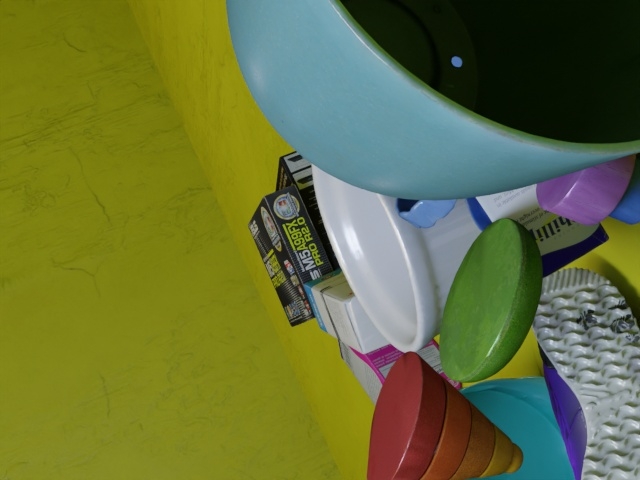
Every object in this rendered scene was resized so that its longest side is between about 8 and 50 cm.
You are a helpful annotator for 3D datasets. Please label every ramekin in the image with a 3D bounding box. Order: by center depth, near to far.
[{"bbox_3d":[0.108,-0.018,1.020,0.277,0.135,0.277,158,90,-77],"label":"ramekin"}]

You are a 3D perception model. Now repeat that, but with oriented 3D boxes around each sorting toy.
[{"bbox_3d":[0.160,0.080,0.660,0.127,0.126,0.365,-84,17,-53],"label":"sorting toy"}]

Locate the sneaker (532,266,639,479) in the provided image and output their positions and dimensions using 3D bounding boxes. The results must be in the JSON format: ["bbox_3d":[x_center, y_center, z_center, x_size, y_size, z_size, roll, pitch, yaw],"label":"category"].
[{"bbox_3d":[0.263,0.177,0.745,0.146,0.102,0.293,62,-162,-53],"label":"sneaker"}]

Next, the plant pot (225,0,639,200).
[{"bbox_3d":[0.075,-0.156,0.523,0.293,0.293,0.235,67,158,5],"label":"plant pot"}]

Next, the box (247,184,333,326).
[{"bbox_3d":[-0.048,0.036,1.509,0.216,0.060,0.270,66,166,4],"label":"box"}]

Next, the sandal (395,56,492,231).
[{"bbox_3d":[0.110,-0.138,0.822,0.126,0.138,0.317,-177,67,-77],"label":"sandal"}]

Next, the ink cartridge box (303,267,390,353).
[{"bbox_3d":[0.080,0.086,1.258,0.203,0.148,0.085,-162,52,-73],"label":"ink cartridge box"}]

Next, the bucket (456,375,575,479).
[{"bbox_3d":[0.189,0.277,0.908,0.183,0.281,0.281,97,149,-81],"label":"bucket"}]

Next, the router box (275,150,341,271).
[{"bbox_3d":[0.000,0.000,1.572,0.243,0.081,0.309,63,166,17],"label":"router box"}]

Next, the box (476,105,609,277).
[{"bbox_3d":[0.166,-0.055,0.718,0.137,0.072,0.126,55,-164,-12],"label":"box"}]

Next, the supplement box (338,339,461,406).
[{"bbox_3d":[0.121,0.197,1.356,0.220,0.114,0.111,-126,20,-48],"label":"supplement box"}]

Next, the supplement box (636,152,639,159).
[{"bbox_3d":[0.222,-0.082,0.642,0.083,0.056,0.083,103,143,-68],"label":"supplement box"}]
